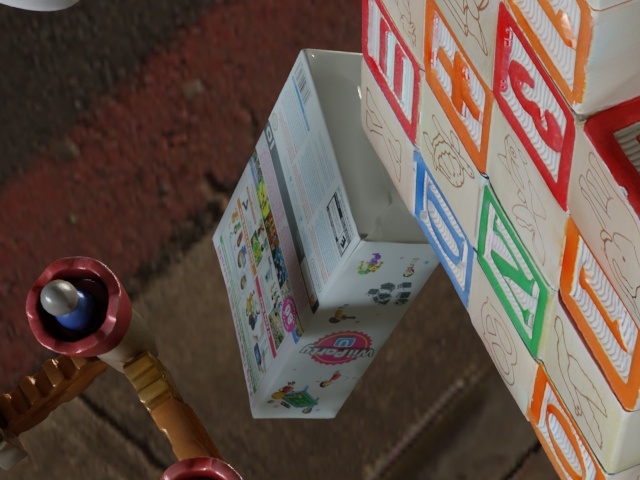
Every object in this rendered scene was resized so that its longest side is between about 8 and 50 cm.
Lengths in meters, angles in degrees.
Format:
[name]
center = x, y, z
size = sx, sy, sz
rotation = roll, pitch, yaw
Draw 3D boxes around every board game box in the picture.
[board game box]
center = 0.000, 0.000, 1.793
size = 0.097, 0.303, 0.224
rotation = 2, 54, -24

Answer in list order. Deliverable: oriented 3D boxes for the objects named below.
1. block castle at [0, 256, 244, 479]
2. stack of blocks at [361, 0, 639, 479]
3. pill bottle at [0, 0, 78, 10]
[block castle]
center = -0.289, 0.257, 1.569
size = 0.453, 0.213, 0.303
rotation = -35, 67, 2
[stack of blocks]
center = 0.084, -0.066, 0.494
size = 0.087, 0.297, 0.171
rotation = -22, 60, -11
[pill bottle]
center = -0.256, -0.409, 1.841
size = 0.188, 0.334, 0.188
rotation = 23, 28, -13
